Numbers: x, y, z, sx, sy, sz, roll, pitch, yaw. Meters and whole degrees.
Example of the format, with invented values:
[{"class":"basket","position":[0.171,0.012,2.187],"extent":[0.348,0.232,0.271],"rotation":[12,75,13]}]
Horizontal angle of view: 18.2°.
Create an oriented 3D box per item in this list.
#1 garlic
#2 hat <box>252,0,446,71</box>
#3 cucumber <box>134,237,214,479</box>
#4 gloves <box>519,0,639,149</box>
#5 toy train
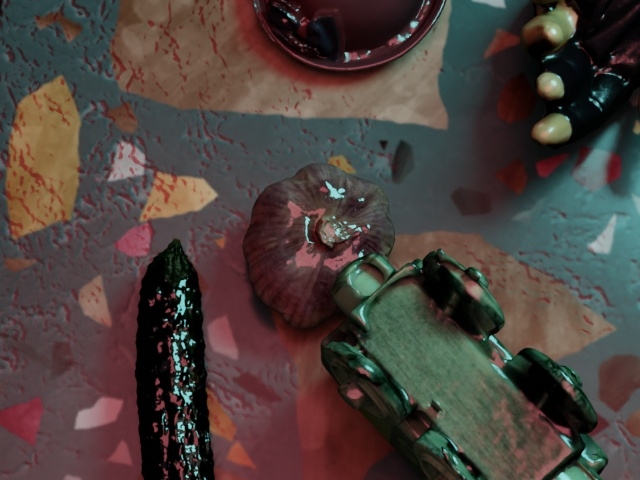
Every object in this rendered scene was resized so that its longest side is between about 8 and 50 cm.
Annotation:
[{"class":"garlic","position":[0.000,0.000,1.892],"extent":[0.147,0.102,0.159],"rotation":[36,75,10]},{"class":"hat","position":[0.031,-0.268,1.981],"extent":[0.206,0.089,0.205],"rotation":[0,74,-1]},{"class":"cucumber","position":[-0.138,0.140,1.866],"extent":[0.072,0.072,0.300],"rotation":[-5,72,-3]},{"class":"gloves","position":[0.282,-0.200,1.929],"extent":[0.197,0.152,0.301],"rotation":[31,50,14]},{"class":"toy train","position":[0.121,0.145,1.779],"extent":[0.167,0.238,0.299],"rotation":[-39,76,-11]}]
